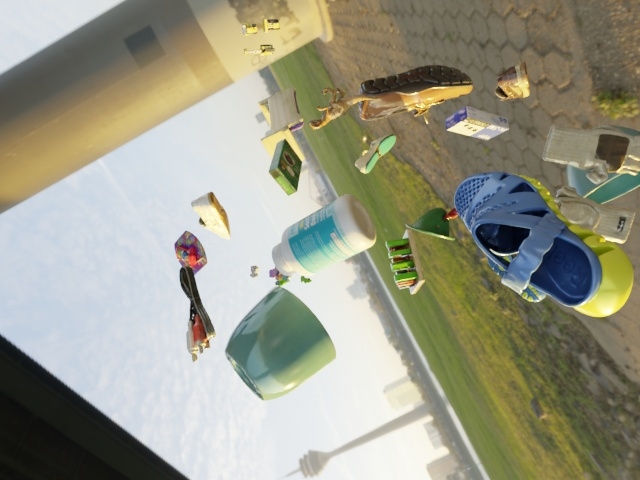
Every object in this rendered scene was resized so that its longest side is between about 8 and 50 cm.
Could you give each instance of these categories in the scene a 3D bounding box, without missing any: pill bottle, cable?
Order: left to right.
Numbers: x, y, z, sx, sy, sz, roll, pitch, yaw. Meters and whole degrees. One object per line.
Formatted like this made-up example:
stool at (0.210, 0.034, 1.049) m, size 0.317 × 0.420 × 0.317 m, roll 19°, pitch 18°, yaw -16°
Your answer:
cable at (-0.368, 0.195, 1.164) m, size 0.139 × 0.072 × 0.288 m, roll -43°, pitch 63°, yaw 50°
pill bottle at (0.000, 0.000, 1.058) m, size 0.146 × 0.263 × 0.146 m, roll 43°, pitch -149°, yaw -34°

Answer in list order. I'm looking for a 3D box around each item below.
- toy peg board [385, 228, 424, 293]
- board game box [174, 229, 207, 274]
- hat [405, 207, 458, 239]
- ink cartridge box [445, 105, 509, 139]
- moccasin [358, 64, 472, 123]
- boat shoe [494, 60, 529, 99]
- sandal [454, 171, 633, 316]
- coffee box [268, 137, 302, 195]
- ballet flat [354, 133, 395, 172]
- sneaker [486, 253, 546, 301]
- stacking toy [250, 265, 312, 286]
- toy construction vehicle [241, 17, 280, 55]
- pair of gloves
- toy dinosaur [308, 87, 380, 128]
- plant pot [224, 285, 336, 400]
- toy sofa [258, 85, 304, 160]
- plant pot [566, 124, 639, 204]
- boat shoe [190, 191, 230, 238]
toy peg board at (0.244, 0.071, 1.234) m, size 0.161 × 0.079 × 0.162 m, roll 84°, pitch 177°, yaw -69°
board game box at (-0.448, 0.049, 1.359) m, size 0.033 × 0.168 × 0.133 m, roll -29°, pitch -95°, yaw -50°
hat at (0.421, -0.110, 1.442) m, size 0.208 × 0.184 × 0.172 m, roll 9°, pitch -170°, yaw -45°
ink cartridge box at (0.550, -0.409, 1.429) m, size 0.097 × 0.206 × 0.046 m, roll -23°, pitch 67°, yaw 59°
moccasin at (0.312, -0.472, 1.342) m, size 0.147 × 0.379 × 0.139 m, roll 82°, pitch 168°, yaw -53°
boat shoe at (0.751, -0.620, 1.612) m, size 0.342 × 0.123 × 0.124 m, roll -29°, pitch -74°, yaw -61°
sandal at (0.281, -0.019, 0.601) m, size 0.317 × 0.138 × 0.126 m, roll -115°, pitch 33°, yaw -59°
coffee box at (-0.112, -0.244, 1.350) m, size 0.113 × 0.040 × 0.184 m, roll 49°, pitch -150°, yaw -34°
ballet flat at (0.245, -0.410, 1.863) m, size 0.086 × 0.248 × 0.086 m, roll 36°, pitch 159°, yaw 16°
sneaker at (0.496, 0.070, 1.034) m, size 0.188 × 0.078 × 0.067 m, roll 52°, pitch 136°, yaw 19°
stacking toy at (-0.168, 0.143, 1.714) m, size 0.166 × 0.221 × 0.052 m, roll -1°, pitch -80°, yaw -48°
toy construction vehicle at (-0.152, -0.523, 1.051) m, size 0.035 × 0.098 × 0.086 m, roll -103°, pitch 11°, yaw -54°
pair of gloves at (0.555, -0.118, 0.850) m, size 0.042 × 0.203 × 0.241 m, roll -80°, pitch -8°, yaw -78°
toy dinosaur at (0.061, -0.394, 1.179) m, size 0.113 × 0.211 × 0.064 m, roll 67°, pitch -162°, yaw 8°
plant pot at (-0.137, 0.323, 1.207) m, size 0.293 × 0.235 × 0.293 m, roll 37°, pitch 149°, yaw 27°
toy sofa at (-0.140, -0.467, 1.658) m, size 0.363 × 0.176 × 0.150 m, roll -103°, pitch -13°, yaw -47°
plant pot at (0.950, -0.265, 1.354) m, size 0.290 × 0.289 × 0.196 m, roll 52°, pitch -164°, yaw -66°
boat shoe at (-0.404, -0.084, 1.509) m, size 0.277 × 0.096 × 0.098 m, roll 80°, pitch 175°, yaw -61°
